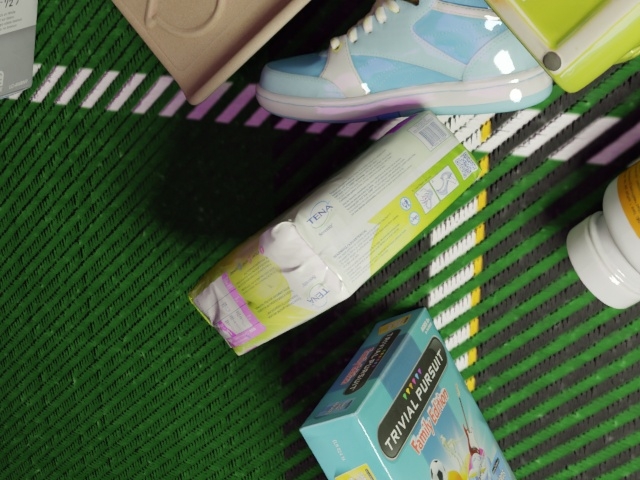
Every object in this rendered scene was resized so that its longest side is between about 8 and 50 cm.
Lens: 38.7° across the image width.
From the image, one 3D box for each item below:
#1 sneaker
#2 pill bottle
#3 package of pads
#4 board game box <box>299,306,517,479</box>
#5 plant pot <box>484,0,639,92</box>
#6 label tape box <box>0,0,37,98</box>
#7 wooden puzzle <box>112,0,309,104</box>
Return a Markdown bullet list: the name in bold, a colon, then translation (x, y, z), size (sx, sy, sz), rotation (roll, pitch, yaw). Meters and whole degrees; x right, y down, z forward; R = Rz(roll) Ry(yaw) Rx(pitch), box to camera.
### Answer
- **sneaker**: translation (0.074, -0.236, 0.947), size (0.319, 0.127, 0.208), rotation (-2, 113, 16)
- **pill bottle**: translation (0.366, -0.034, 0.885), size (0.136, 0.136, 0.246), rotation (48, 129, -1)
- **package of pads**: translation (0.000, 0.000, 0.962), size (0.101, 0.229, 0.296), rotation (51, 148, -3)
- **board game box**: translation (0.132, 0.284, 1.072), size (0.079, 0.254, 0.336), rotation (-22, 102, 30)
- **plant pot**: translation (0.243, -0.274, 0.756), size (0.228, 0.207, 0.227), rotation (51, 144, 4)
- **label tape box**: translation (-0.484, -0.379, 1.148), size (0.249, 0.115, 0.347), rotation (23, 121, 14)
- **wooden puzzle**: translation (-0.133, -0.378, 1.010), size (0.322, 0.080, 0.348), rotation (-36, 89, 32)
